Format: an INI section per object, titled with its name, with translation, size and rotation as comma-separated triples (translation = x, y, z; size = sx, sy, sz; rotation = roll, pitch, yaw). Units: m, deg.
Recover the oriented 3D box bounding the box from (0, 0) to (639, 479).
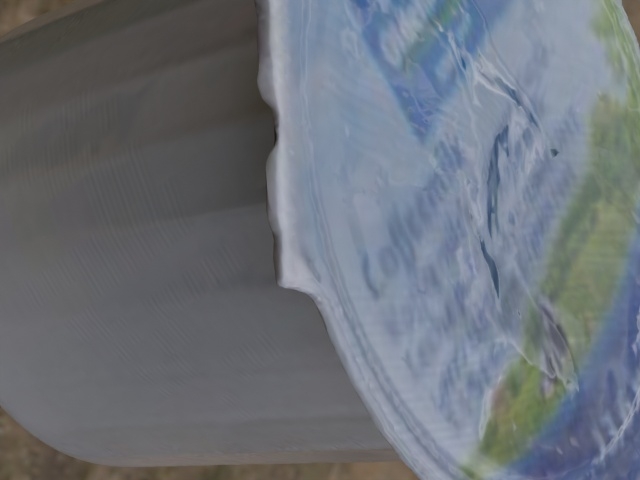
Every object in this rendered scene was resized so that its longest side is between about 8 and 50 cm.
[box]
translation = 0.000, 0.000, 0.707
size = 0.291, 0.206, 0.262
rotation = 58, 41, -28
